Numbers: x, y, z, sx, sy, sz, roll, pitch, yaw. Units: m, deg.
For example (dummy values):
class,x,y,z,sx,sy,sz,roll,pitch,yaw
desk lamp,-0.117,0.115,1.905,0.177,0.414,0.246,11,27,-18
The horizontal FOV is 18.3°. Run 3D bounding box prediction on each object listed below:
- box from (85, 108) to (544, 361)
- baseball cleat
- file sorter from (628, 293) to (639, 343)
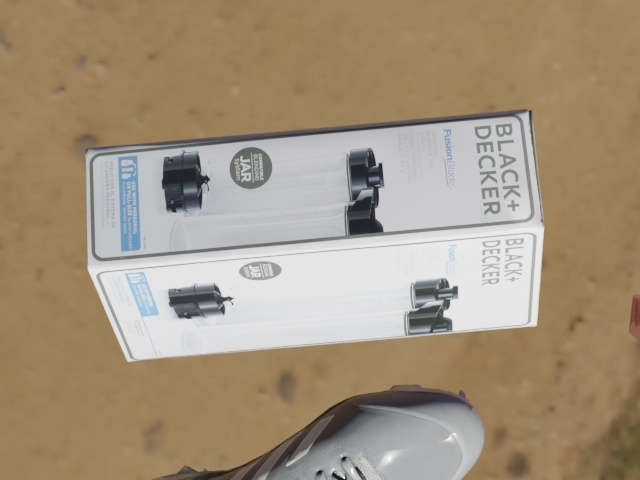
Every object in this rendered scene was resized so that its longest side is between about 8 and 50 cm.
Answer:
class,x,y,z,sx,sy,sz,roll,pitch,yaw
box,0.000,0.000,1.317,0.169,0.290,0.087,84,2,-65
baseball cleat,-0.016,0.138,0.944,0.072,0.206,0.109,54,28,-23
file sorter,0.277,-0.035,0.767,0.202,0.291,0.182,-6,100,-84
